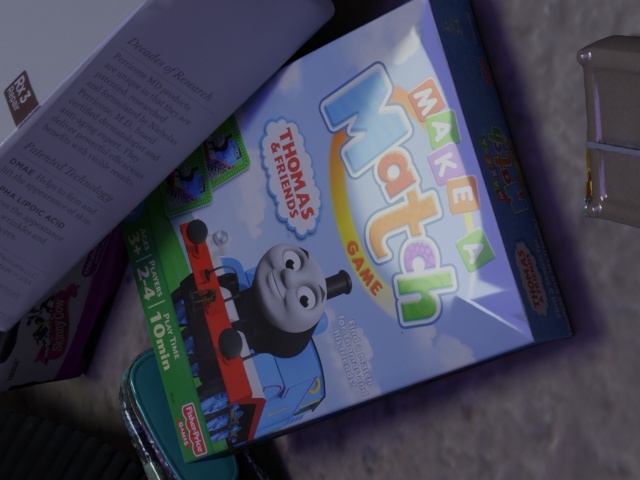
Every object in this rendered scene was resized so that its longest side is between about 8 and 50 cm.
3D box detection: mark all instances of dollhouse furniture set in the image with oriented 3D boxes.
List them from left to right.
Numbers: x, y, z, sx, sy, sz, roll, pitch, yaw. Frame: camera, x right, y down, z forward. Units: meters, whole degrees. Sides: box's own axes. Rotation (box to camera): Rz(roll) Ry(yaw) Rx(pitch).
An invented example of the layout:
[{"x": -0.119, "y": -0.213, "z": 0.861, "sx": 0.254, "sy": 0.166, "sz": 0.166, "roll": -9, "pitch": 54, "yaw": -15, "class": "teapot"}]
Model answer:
[{"x": 0.161, "y": -0.040, "z": 0.679, "sx": 0.152, "sy": 0.058, "sz": 0.076, "roll": -160, "pitch": 62, "yaw": -64, "class": "dollhouse furniture set"}]

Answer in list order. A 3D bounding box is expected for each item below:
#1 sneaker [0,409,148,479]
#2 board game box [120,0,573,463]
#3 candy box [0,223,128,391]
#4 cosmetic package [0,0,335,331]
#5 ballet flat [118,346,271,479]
[{"x": -0.186, "y": 0.160, "z": 1.020, "sx": 0.330, "sy": 0.146, "sz": 0.122, "roll": 26, "pitch": 73, "yaw": 20, "class": "sneaker"}, {"x": 0.000, "y": 0.000, "z": 0.824, "sx": 0.211, "sy": 0.039, "sz": 0.160, "roll": -24, "pitch": 78, "yaw": 36, "class": "board game box"}, {"x": -0.203, "y": -0.048, "z": 1.029, "sx": 0.233, "sy": 0.071, "sz": 0.159, "roll": 45, "pitch": 125, "yaw": 34, "class": "candy box"}, {"x": -0.114, "y": -0.078, "z": 0.842, "sx": 0.231, "sy": 0.085, "sz": 0.117, "roll": -45, "pitch": 41, "yaw": 14, "class": "cosmetic package"}, {"x": -0.049, "y": 0.143, "z": 0.907, "sx": 0.070, "sy": 0.070, "sz": 0.188, "roll": -39, "pitch": 64, "yaw": 42, "class": "ballet flat"}]
